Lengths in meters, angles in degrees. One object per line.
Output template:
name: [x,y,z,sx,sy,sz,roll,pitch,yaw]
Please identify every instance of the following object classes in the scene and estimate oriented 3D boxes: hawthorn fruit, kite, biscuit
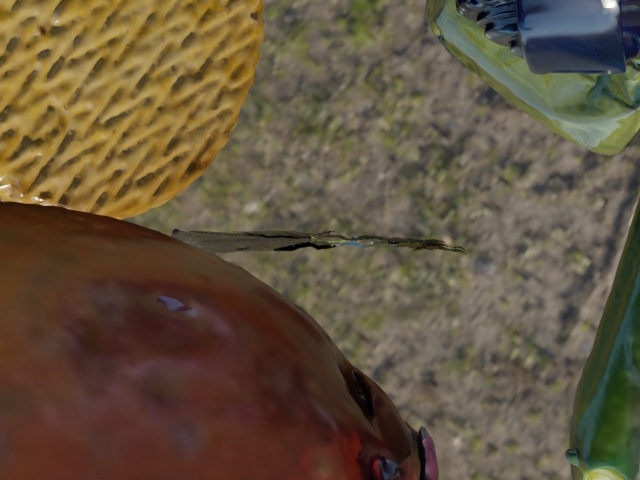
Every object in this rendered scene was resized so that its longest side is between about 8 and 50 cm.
hawthorn fruit: [-0.070,0.118,0.660,0.308,0.276,0.276,-2,139,-15]
kite: [0.000,0.000,1.582,0.152,0.286,0.015,-153,67,-71]
biscuit: [-0.125,-0.131,0.900,0.035,0.254,0.254,4,128,43]

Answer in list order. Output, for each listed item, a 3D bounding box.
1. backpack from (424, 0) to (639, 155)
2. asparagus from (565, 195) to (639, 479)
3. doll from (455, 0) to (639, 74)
backpack: [0.207,-0.190,1.232,0.207,0.253,0.140,40,148,6]
asparagus: [0.168,0.008,0.732,0.082,0.085,0.343,28,114,24]
doll: [0.109,-0.205,0.698,0.240,0.310,0.284,-1,88,10]
